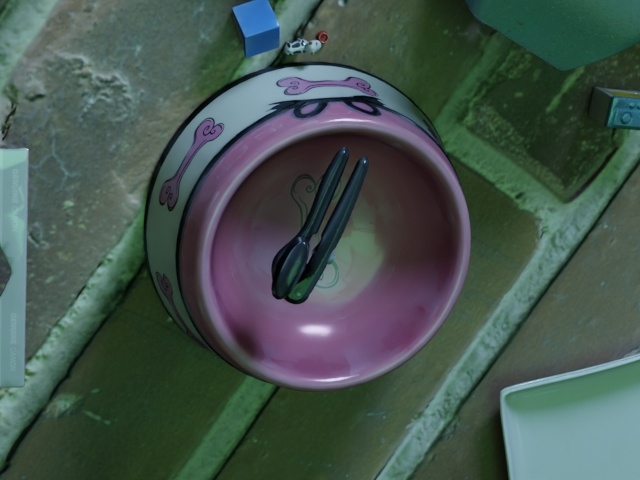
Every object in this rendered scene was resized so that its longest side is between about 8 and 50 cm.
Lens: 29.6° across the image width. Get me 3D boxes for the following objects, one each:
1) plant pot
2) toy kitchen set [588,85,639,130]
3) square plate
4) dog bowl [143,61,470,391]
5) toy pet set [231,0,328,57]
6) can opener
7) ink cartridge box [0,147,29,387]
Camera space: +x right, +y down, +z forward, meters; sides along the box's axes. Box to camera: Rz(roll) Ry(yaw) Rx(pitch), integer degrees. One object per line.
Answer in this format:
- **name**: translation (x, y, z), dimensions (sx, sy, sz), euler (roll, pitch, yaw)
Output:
- **plant pot**: translation (0.284, -0.349, 1.387), dimensions (0.248, 0.247, 0.252), euler (26, 117, -25)
- **toy kitchen set**: translation (0.456, -0.237, 1.541), dimensions (0.166, 0.122, 0.207), euler (3, 107, -20)
- **square plate**: translation (0.421, 0.320, 1.769), dimensions (0.344, 0.049, 0.347), euler (-13, 113, -14)
- **dog bowl**: translation (0.000, 0.000, 1.457), dimensions (0.408, 0.150, 0.408), euler (-6, 110, -16)
- **toy pet set**: translation (-0.044, -0.265, 1.393), dimensions (0.114, 0.065, 0.122), euler (-20, 113, -11)
- **can opener**: translation (0.003, -0.013, 1.340), dimensions (0.059, 0.073, 0.186), euler (30, 88, -17)
- **ink cartridge box**: translation (-0.463, 0.027, 1.354), dimensions (0.261, 0.066, 0.296), euler (0, 109, -18)
